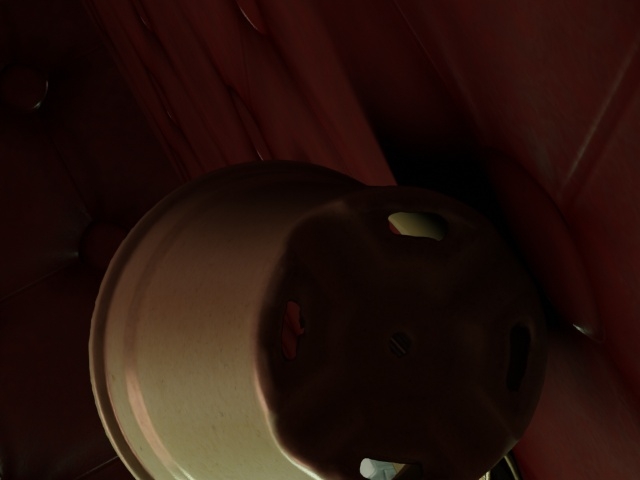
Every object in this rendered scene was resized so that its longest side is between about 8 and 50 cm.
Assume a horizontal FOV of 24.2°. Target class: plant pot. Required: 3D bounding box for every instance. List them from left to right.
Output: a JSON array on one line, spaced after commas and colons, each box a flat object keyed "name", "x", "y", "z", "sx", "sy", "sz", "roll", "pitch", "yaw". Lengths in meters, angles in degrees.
[{"name": "plant pot", "x": 0.011, "y": 0.082, "z": 1.161, "sx": 0.334, "sy": 0.333, "sz": 0.305, "roll": 62, "pitch": 162, "yaw": -4}]

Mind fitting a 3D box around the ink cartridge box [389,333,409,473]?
[{"name": "ink cartridge box", "x": 0.116, "y": 0.205, "z": 1.612, "sx": 0.235, "sy": 0.088, "sz": 0.193, "roll": 64, "pitch": 174, "yaw": -22}]

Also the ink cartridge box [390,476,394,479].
[{"name": "ink cartridge box", "x": 0.144, "y": 0.406, "z": 2.017, "sx": 0.127, "sy": 0.072, "sz": 0.175, "roll": 23, "pitch": 155, "yaw": 22}]

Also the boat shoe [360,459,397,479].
[{"name": "boat shoe", "x": 0.098, "y": 0.263, "z": 1.986, "sx": 0.302, "sy": 0.109, "sz": 0.094, "roll": 94, "pitch": 171, "yaw": -69}]

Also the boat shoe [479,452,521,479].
[{"name": "boat shoe", "x": 0.188, "y": 0.280, "z": 1.507, "sx": 0.072, "sy": 0.068, "sz": 0.190, "roll": 21, "pitch": 140, "yaw": 60}]
